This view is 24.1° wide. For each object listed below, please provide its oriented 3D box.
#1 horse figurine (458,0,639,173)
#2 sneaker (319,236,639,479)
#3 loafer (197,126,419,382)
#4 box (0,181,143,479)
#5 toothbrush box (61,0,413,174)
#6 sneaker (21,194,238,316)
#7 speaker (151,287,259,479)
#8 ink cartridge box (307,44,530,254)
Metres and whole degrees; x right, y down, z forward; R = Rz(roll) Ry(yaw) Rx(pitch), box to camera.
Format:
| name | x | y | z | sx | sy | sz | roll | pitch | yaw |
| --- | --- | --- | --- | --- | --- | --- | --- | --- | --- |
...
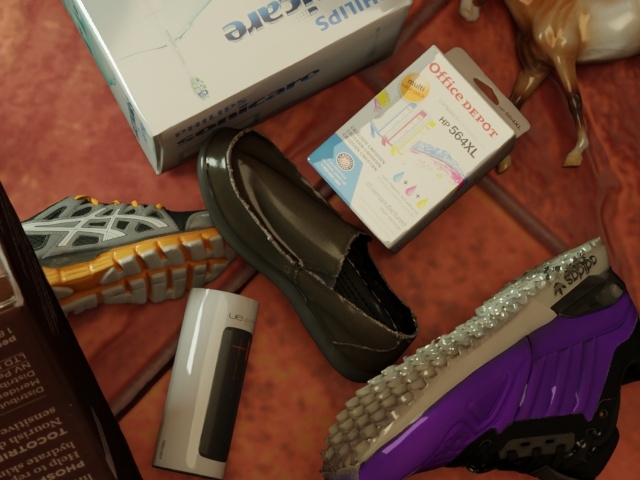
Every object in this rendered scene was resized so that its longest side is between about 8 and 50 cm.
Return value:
| name | x | y | z | sx | sy | sz | roll | pitch | yaw |
| --- | --- | --- | --- | --- | --- | --- | --- | --- | --- |
| horse figurine | 0.233 | -0.142 | 1.156 | 0.263 | 0.066 | 0.174 | -2 | 83 | 2 |
| sneaker | 0.137 | 0.121 | 1.052 | 0.293 | 0.102 | 0.146 | -33 | 94 | -32 |
| loafer | 0.000 | 0.000 | 1.088 | 0.220 | 0.078 | 0.080 | 51 | 44 | -10 |
| box | -0.202 | 0.113 | 0.908 | 0.143 | 0.381 | 0.191 | -22 | 50 | -8 |
| toothbrush box | -0.098 | -0.233 | 1.123 | 0.216 | 0.126 | 0.295 | -29 | 82 | -9 |
| sneaker | -0.159 | 0.002 | 1.104 | 0.215 | 0.084 | 0.083 | -11 | 61 | -12 |
| speaker | -0.084 | 0.104 | 1.100 | 0.055 | 0.055 | 0.136 | 12 | 79 | -1 |
| ink cartridge box | 0.076 | -0.071 | 1.110 | 0.143 | 0.090 | 0.092 | -42 | 84 | 3 |
